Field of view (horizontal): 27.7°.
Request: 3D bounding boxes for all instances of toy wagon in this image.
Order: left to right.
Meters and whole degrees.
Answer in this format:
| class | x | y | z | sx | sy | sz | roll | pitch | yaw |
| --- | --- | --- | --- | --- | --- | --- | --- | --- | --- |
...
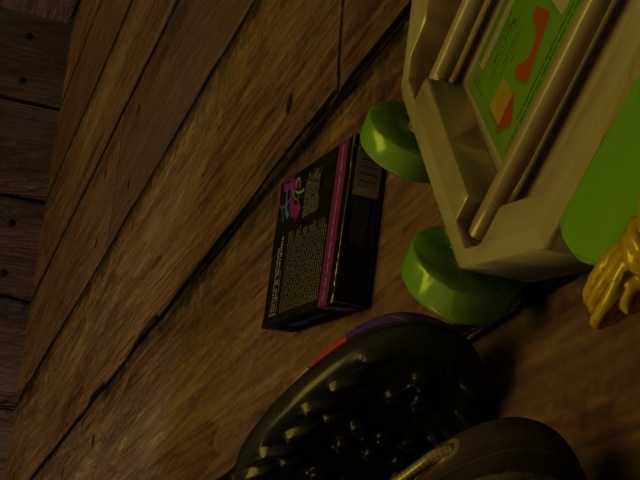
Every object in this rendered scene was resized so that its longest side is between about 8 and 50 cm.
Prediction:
| class | x | y | z | sx | sy | sz | roll | pitch | yaw |
| --- | --- | --- | --- | --- | --- | --- | --- | --- | --- |
| toy wagon | 0.108 | -0.088 | 0.566 | 0.344 | 0.068 | 0.267 | -103 | 29 | -51 |

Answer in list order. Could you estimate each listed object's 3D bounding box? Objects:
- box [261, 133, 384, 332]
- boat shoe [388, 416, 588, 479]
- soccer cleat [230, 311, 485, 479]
| class | x | y | z | sx | sy | sz | roll | pitch | yaw |
| --- | --- | --- | --- | --- | --- | --- | --- | --- | --- |
| box | 0.000 | 0.000 | 0.917 | 0.162 | 0.029 | 0.116 | 156 | 124 | -68 |
| boat shoe | 0.017 | 0.210 | 0.583 | 0.355 | 0.132 | 0.130 | -48 | 16 | 34 |
| soccer cleat | -0.004 | 0.131 | 0.734 | 0.116 | 0.108 | 0.318 | -85 | 15 | -48 |
